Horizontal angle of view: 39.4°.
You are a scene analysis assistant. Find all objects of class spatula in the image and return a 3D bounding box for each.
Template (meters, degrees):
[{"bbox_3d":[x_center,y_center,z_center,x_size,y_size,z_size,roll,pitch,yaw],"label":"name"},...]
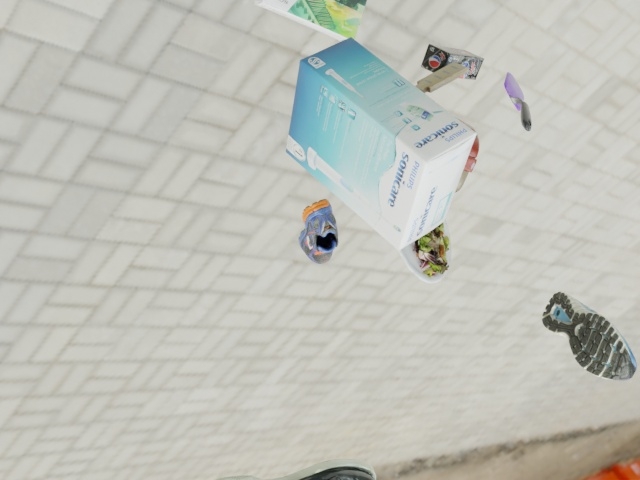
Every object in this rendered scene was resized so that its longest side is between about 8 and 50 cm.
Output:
[{"bbox_3d":[0.454,-0.311,2.037,0.030,0.296,0.084,-29,111,17],"label":"spatula"}]

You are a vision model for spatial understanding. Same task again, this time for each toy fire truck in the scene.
[{"bbox_3d":[0.232,-0.240,1.786,0.158,0.217,0.246,7,110,-61],"label":"toy fire truck"}]

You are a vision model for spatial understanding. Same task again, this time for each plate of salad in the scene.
[{"bbox_3d":[0.204,-0.017,1.724,0.048,0.200,0.200,-18,165,37],"label":"plate of salad"}]

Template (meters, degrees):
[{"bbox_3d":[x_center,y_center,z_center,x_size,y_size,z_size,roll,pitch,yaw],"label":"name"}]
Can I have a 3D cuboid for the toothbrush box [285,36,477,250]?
[{"bbox_3d":[0.091,-0.163,1.505,0.126,0.295,0.216,-31,150,-31],"label":"toothbrush box"}]

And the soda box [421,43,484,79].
[{"bbox_3d":[0.291,-0.389,1.960,0.169,0.060,0.053,-10,127,-53],"label":"soda box"}]

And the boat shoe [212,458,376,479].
[{"bbox_3d":[-0.031,0.346,1.084,0.127,0.113,0.340,-48,146,20],"label":"boat shoe"}]

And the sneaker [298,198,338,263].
[{"bbox_3d":[0.000,0.000,2.024,0.083,0.087,0.221,-20,152,-8],"label":"sneaker"}]

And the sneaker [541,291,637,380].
[{"bbox_3d":[0.335,0.114,1.071,0.073,0.162,0.063,19,109,-22],"label":"sneaker"}]

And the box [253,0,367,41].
[{"bbox_3d":[0.015,-0.617,1.915,0.232,0.058,0.322,16,94,-27],"label":"box"}]
